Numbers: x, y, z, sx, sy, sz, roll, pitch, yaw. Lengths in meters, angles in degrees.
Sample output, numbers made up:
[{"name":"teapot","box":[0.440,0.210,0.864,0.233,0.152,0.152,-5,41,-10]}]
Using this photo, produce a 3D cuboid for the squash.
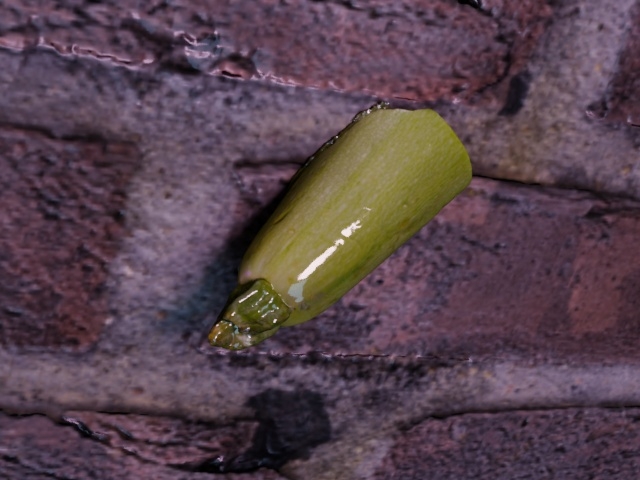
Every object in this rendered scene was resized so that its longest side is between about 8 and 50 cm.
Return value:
[{"name":"squash","box":[-0.001,-0.002,0.796,0.200,0.075,0.090,-41,151,-19]}]
